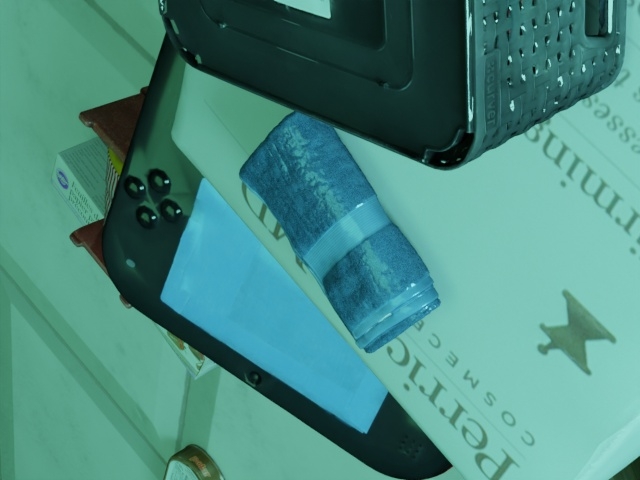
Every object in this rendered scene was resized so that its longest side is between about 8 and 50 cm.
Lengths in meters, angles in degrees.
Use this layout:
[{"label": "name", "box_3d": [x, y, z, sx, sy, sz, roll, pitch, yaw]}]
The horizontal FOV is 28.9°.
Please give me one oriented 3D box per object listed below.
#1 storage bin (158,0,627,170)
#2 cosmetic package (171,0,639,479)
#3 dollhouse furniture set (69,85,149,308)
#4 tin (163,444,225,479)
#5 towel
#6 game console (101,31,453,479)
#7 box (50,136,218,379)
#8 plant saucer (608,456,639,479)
[{"label": "storage bin", "box_3d": [0.017, -0.115, 0.466, 0.180, 0.084, 0.122, 28, 134, 42]}, {"label": "cosmetic package", "box_3d": [0.168, -0.129, 0.627, 0.329, 0.327, 0.394, 48, 146, 21]}, {"label": "dollhouse furniture set", "box_3d": [-0.083, 0.024, 1.244, 0.374, 0.152, 0.201, 45, 143, 25]}, {"label": "tin", "box_3d": [-0.177, 0.357, 1.726, 0.106, 0.040, 0.190, 51, 146, 25]}, {"label": "towel", "box_3d": [0.008, -0.005, 0.610, 0.119, 0.029, 0.067, 58, 146, 7]}, {"label": "game console", "box_3d": [0.000, 0.000, 1.053, 0.386, 0.060, 0.342, 32, 128, 12]}, {"label": "box", "box_3d": [-0.211, 0.018, 1.500, 0.324, 0.067, 0.063, 51, 145, 16]}, {"label": "plant saucer", "box_3d": [0.223, 0.202, 0.944, 0.278, 0.041, 0.278, 162, 90, -89]}]
